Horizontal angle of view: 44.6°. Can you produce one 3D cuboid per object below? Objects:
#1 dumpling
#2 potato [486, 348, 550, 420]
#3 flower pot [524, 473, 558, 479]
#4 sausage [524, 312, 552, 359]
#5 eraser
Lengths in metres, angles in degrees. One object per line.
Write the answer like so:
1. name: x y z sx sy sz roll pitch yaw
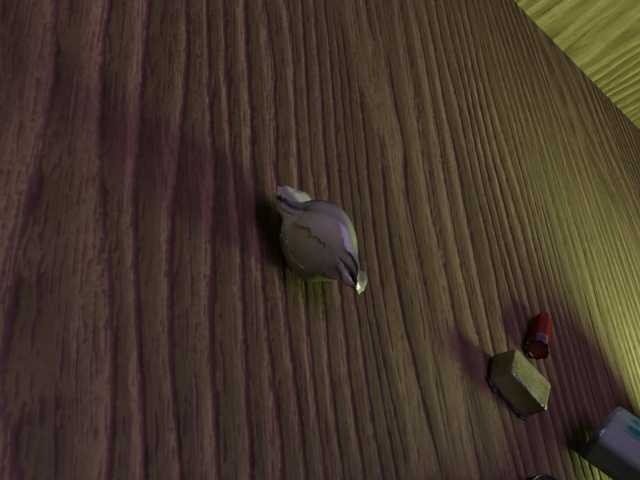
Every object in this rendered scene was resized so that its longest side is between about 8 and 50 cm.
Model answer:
1. dumpling: 0.000 0.000 1.099 0.188 0.108 0.127 49 7 7
2. potato: 0.358 0.258 1.408 0.122 0.061 0.086 47 38 -19
3. flower pot: 0.427 0.483 1.261 0.235 0.141 0.235 34 42 -37
4. sausage: 0.449 0.188 1.595 0.048 0.050 0.145 38 32 -1
5. eraser: 0.660 0.450 1.494 0.290 0.104 0.189 34 21 25
